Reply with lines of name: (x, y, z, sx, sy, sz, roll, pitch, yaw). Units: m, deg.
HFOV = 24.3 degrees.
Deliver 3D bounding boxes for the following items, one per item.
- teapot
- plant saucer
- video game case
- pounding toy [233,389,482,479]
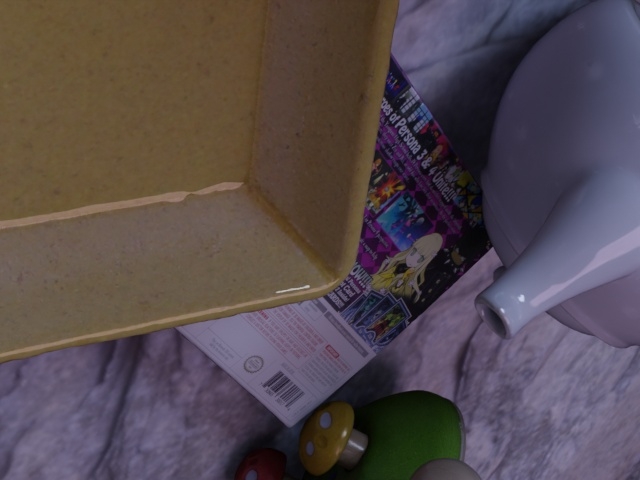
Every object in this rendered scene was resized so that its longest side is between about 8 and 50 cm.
teapot: (0.193, -0.022, 0.969, 0.187, 0.252, 0.256, -40, 131, 20)
plant saucer: (-0.128, -0.093, 0.717, 0.332, 0.081, 0.333, -10, 132, -22)
video game case: (0.000, 0.000, 0.961, 0.210, 0.042, 0.232, -42, 141, 0)
pounding toy: (0.012, 0.178, 1.041, 0.110, 0.237, 0.183, 30, 97, -15)
